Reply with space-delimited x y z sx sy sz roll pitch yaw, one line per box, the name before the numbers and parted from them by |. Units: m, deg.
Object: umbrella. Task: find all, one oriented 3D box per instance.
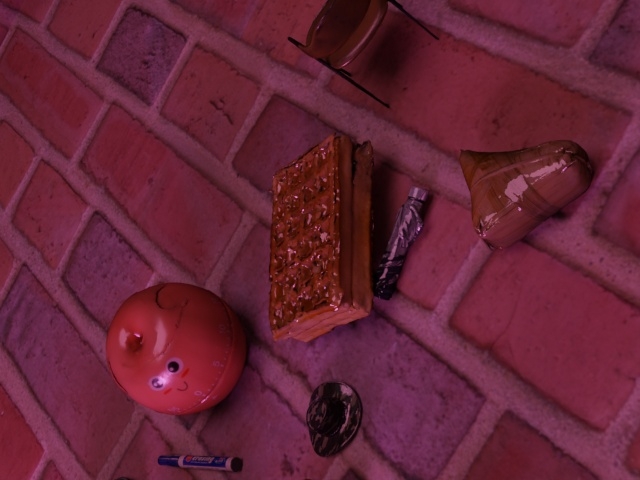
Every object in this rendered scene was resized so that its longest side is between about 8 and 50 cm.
umbrella | 0.129 0.006 1.582 0.050 0.046 0.188 22 86 16

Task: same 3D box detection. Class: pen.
pen | -0.216 0.389 1.756 0.204 0.025 0.025 -8 67 42

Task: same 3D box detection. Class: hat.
hat | 0.007 0.279 1.572 0.121 0.050 0.121 -17 65 39

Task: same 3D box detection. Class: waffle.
waffle | -0.001 0.000 1.636 0.213 0.091 0.308 -30 53 52

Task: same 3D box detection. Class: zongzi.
zongzi | 0.286 -0.107 1.446 0.194 0.099 0.197 -36 44 28

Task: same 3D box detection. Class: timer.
timer | -0.250 0.188 1.738 0.229 0.215 0.229 -19 60 37

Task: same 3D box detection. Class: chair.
chair | 0.053 -0.354 1.662 0.159 0.247 0.172 -52 44 13

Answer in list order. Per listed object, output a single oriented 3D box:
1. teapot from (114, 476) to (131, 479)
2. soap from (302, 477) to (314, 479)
teapot | -0.418 0.532 1.815 0.149 0.162 0.239 -13 38 53
soap | -0.032 0.476 1.445 0.080 0.160 0.257 -1 71 45
